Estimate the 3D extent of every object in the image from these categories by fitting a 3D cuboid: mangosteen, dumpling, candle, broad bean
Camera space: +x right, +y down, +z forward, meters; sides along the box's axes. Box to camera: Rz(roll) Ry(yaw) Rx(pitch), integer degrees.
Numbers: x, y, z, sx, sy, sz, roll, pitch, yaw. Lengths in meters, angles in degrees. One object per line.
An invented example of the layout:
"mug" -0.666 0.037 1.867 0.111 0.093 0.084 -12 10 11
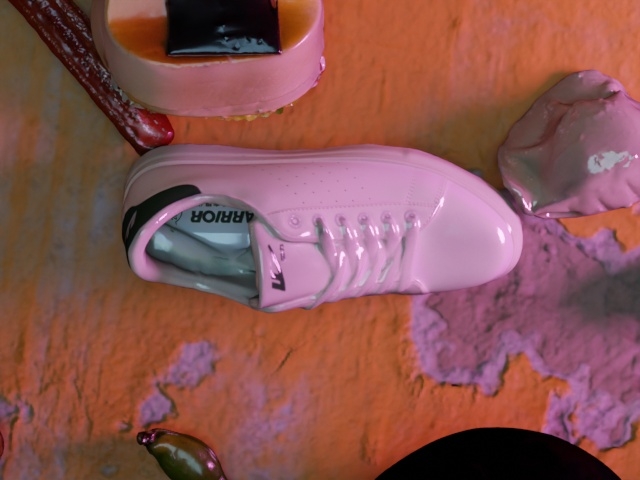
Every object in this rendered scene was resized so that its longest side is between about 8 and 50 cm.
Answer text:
"mangosteen" 0.170 0.303 1.545 0.313 0.297 0.297 2 94 -33
"dumpling" 0.250 -0.093 1.617 0.169 0.100 0.134 -25 56 21
"candle" -0.248 -0.209 1.617 0.329 0.048 0.051 51 132 -3
"broad bean" -0.077 0.268 1.643 0.052 0.053 0.256 -34 93 39

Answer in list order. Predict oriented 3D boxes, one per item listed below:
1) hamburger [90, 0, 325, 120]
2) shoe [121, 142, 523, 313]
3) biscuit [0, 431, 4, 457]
"hamburger" -0.097 -0.191 1.583 0.210 0.116 0.173 -7 83 -9
"shoe" 0.000 0.000 1.562 0.363 0.160 0.132 7 117 0
"biscuit" -0.442 0.263 1.624 0.350 0.070 0.394 -32 90 -3
